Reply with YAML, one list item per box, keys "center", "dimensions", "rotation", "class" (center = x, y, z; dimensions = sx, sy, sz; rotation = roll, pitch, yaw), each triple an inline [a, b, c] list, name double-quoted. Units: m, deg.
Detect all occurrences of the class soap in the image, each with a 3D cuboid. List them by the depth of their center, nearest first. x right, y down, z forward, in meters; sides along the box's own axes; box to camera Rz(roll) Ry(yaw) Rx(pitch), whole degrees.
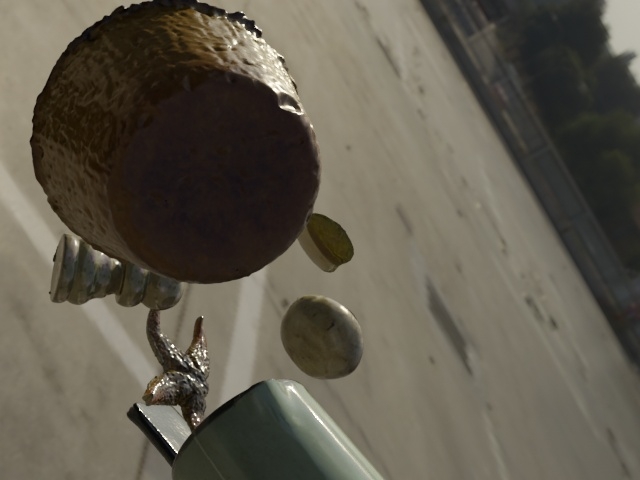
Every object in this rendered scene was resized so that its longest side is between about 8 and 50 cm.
- center: [0.000, 0.000, 1.712]
  dimensions: [0.089, 0.033, 0.168]
  rotation: [52, -13, 0]
  class: "soap"

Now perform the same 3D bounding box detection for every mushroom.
- center: [0.005, 0.167, 2.286]
  dimensions: [0.127, 0.166, 0.166]
  rotation: [-45, 109, -39]
  class: "mushroom"

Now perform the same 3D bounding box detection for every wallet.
- center: [-0.224, 0.359, 2.155]
  dimensions: [0.250, 0.044, 0.149]
  rotation: [45, 9, 22]
  class: "wallet"

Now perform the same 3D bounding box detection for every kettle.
- center: [-0.015, 0.416, 1.678]
  dimensions: [0.376, 0.250, 0.361]
  rotation: [49, -34, 28]
  class: "kettle"

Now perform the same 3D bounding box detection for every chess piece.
- center: [-0.263, 0.046, 1.692]
  dimensions: [0.171, 0.094, 0.094]
  rotation: [8, 35, -18]
  class: "chess piece"

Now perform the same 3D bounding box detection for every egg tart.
- center: [-0.093, -0.065, 0.942]
  dimensions: [0.215, 0.215, 0.171]
  rotation: [55, -8, -27]
  class: "egg tart"

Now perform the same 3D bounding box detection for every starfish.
- center: [-0.204, 0.174, 1.805]
  dimensions: [0.138, 0.050, 0.247]
  rotation: [51, 19, -34]
  class: "starfish"
